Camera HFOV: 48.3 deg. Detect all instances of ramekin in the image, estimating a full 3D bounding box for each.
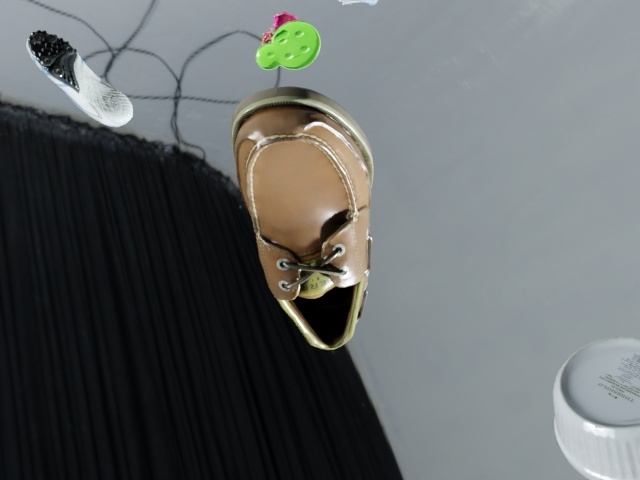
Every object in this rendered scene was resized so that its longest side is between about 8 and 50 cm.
[{"bbox_3d":[0.424,0.229,0.992,0.207,0.207,0.109,-23,122,5],"label":"ramekin"}]

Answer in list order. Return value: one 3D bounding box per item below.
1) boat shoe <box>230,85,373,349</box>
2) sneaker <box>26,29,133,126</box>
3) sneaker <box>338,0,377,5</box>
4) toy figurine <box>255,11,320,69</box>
[{"bbox_3d":[0.000,0.000,0.611,0.110,0.105,0.307,-8,150,8],"label":"boat shoe"},{"bbox_3d":[-0.474,-0.306,1.389,0.086,0.085,0.237,-11,135,46],"label":"sneaker"},{"bbox_3d":[0.034,-0.408,1.158,0.135,0.052,0.058,17,160,9],"label":"sneaker"},{"bbox_3d":[-0.100,-0.531,1.872,0.173,0.159,0.130,-24,130,2],"label":"toy figurine"}]
